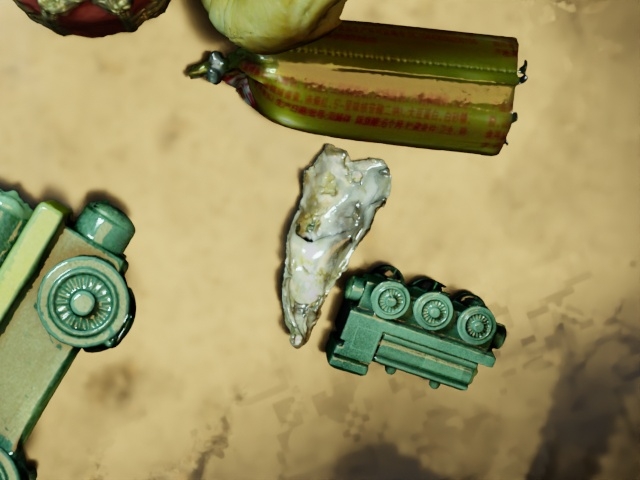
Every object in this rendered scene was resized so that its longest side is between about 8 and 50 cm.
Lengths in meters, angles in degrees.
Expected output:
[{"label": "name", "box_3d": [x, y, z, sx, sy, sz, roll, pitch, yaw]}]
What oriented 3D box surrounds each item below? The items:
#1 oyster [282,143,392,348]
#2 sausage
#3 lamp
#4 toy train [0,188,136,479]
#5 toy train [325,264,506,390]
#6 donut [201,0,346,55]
[{"label": "oyster", "box_3d": [0.001, -0.001, 1.644, 0.106, 0.061, 0.200, 38, 88, 7]}, {"label": "sausage", "box_3d": [0.035, -0.149, 1.584, 0.317, 0.125, 0.117, 4, 96, -8]}, {"label": "lamp", "box_3d": [-0.200, -0.263, 1.462, 0.177, 0.274, 0.177, 0, 92, -6]}, {"label": "toy train", "box_3d": [-0.327, 0.101, 1.561, 0.237, 0.150, 0.369, 31, 90, -4]}, {"label": "toy train", "box_3d": [0.095, 0.092, 1.653, 0.171, 0.071, 0.111, 19, 103, -11]}, {"label": "donut", "box_3d": [0.040, -0.300, 1.463, 0.360, 0.360, 0.170, -29, 103, -3]}]
